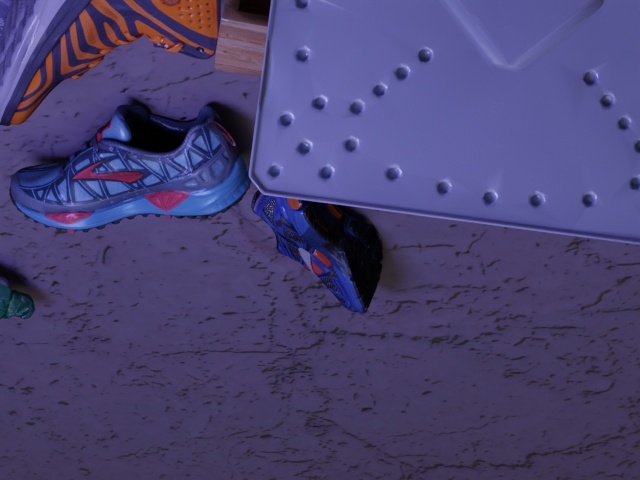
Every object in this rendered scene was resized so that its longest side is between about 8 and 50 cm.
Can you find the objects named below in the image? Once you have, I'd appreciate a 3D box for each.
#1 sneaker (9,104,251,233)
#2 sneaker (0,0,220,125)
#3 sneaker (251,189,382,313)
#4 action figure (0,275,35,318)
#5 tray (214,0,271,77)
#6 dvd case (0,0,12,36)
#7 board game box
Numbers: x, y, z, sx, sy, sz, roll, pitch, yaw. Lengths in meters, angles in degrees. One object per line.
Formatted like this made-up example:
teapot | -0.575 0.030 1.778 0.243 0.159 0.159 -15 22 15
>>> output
sneaker | -0.208 -0.091 1.972 0.262 0.104 0.125 -7 124 12
sneaker | -0.193 -0.195 1.767 0.180 0.124 0.321 18 141 -21
sneaker | 0.000 0.000 2.062 0.087 0.083 0.221 0 140 33
action figure | -0.443 0.042 2.196 0.232 0.063 0.137 24 139 -15
tray | 0.126 -0.206 1.640 0.411 0.203 0.076 10 144 -2
dvd case | -0.371 -0.234 1.849 0.221 0.018 0.164 0 143 11
board game box | 0.158 -0.207 1.525 0.390 0.390 0.050 7 -177 -2
